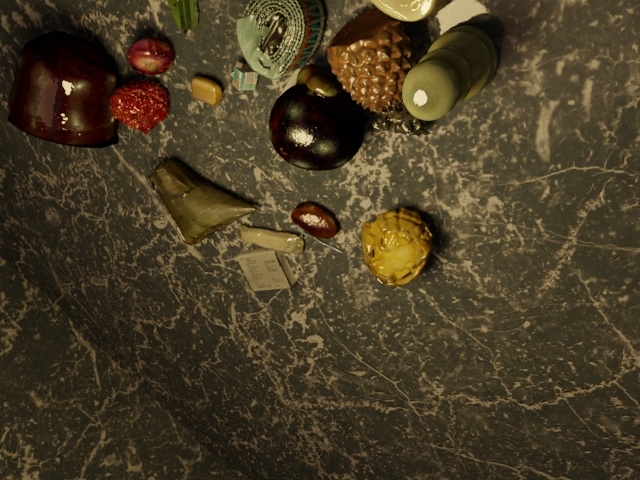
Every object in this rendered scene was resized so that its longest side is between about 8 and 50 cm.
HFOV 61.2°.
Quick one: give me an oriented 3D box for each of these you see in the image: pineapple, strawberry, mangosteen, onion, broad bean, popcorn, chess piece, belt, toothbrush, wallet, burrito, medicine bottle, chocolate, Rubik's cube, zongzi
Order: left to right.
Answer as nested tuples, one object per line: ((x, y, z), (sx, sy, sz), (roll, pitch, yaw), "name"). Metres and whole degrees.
((-0.860, -0.537, 1.854), (0.383, 0.383, 0.331), (26, 114, 12), "chocolate")
((-0.623, -0.464, 1.836), (0.187, 0.201, 0.184), (31, 107, 29), "strawberry")
((-0.554, -0.619, 1.755), (0.150, 0.150, 0.140), (-27, 68, 39), "onion")
((-0.419, -0.174, 1.929), (0.360, 0.160, 0.323), (-18, 111, 37), "zongzi")
((-0.235, -0.505, 1.667), (0.073, 0.084, 0.075), (45, 119, 32), "Rubik's cube")
((-0.208, 0.111, 2.069), (0.201, 0.052, 0.171), (-10, 115, 35), "medicine bottle")
((-0.188, -0.010, 1.972), (0.275, 0.059, 0.082), (13, 117, 24), "burrito")
((-0.113, -0.578, 1.497), (0.207, 0.150, 0.257), (49, 130, 4), "belt")
((-0.072, -0.438, 1.642), (0.095, 0.033, 0.190), (39, 132, 0), "wallet")
((-0.018, -0.064, 1.829), (0.165, 0.084, 0.114), (35, 148, -3), "broad bean")
((-0.007, -0.335, 1.513), (0.288, 0.288, 0.288), (15, 126, 21), "mangosteen")
((0.000, 0.000, 1.902), (0.193, 0.013, 0.019), (30, 122, 11), "toothbrush")
((0.173, -0.400, 1.420), (0.223, 0.223, 0.357), (-8, 133, 33), "pineapple")
((0.231, 0.014, 1.666), (0.250, 0.190, 0.250), (13, 119, 25), "popcorn")
((0.295, -0.383, 1.272), (0.182, 0.330, 0.182), (15, 126, 22), "chess piece")

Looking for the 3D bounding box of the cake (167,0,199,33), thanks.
((-0.423, -0.745, 1.596), (0.099, 0.100, 0.235), (17, 127, 21), "cake")

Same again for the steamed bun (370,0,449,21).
((0.183, -0.618, 1.266), (0.250, 0.200, 0.155), (43, 132, 2), "steamed bun")

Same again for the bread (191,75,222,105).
((-0.366, -0.490, 1.761), (0.115, 0.056, 0.082), (21, 128, 25), "bread")
